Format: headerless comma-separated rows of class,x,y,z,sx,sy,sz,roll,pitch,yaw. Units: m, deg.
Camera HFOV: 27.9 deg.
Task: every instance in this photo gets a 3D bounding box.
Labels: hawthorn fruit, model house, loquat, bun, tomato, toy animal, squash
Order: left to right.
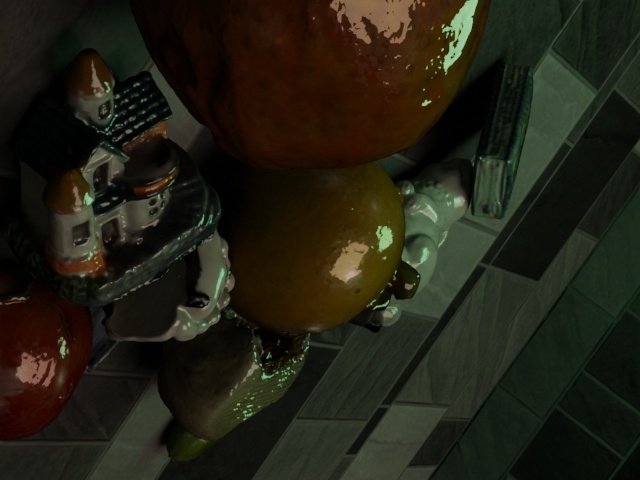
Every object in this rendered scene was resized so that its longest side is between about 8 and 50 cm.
tomato,-0.419,0.178,1.785,0.309,0.170,0.309,-30,139,-30
model house,-0.269,-0.104,1.654,0.271,0.190,0.300,-33,147,-30
toy animal,-0.219,0.052,1.864,0.156,0.204,0.208,30,59,-66
bun,-0.165,0.196,2.169,0.281,0.205,0.281,-36,158,-17
squash,-0.161,0.287,2.429,0.341,0.094,0.094,-42,152,-12
hawthorn fruit,-0.018,-0.298,1.519,0.472,0.472,0.471,-38,150,-26
loquat,0.000,0.000,2.020,0.328,0.359,0.328,-59,-166,24
toy animal,0.175,-0.016,2.489,0.357,0.194,0.257,-37,141,-43

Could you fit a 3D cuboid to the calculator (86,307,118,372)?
calculator,-0.305,0.083,2.018,0.261,0.021,0.161,-47,152,-9

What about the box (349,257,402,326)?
box,0.012,0.051,2.282,0.050,0.230,0.160,-94,-151,-65

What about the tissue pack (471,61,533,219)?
tissue pack,0.355,-0.194,2.514,0.185,0.081,0.257,88,16,-53
